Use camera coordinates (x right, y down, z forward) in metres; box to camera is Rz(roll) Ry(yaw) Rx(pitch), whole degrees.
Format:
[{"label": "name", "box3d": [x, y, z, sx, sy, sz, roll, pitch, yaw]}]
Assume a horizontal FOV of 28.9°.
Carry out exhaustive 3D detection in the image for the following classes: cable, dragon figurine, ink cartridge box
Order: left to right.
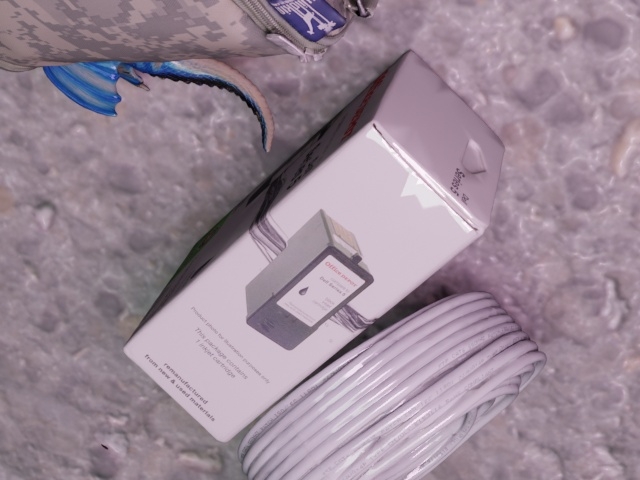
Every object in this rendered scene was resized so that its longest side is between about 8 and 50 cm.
[{"label": "dragon figurine", "box3d": [-0.162, -0.156, 0.982, 0.289, 0.085, 0.144, 45, 117, -6]}, {"label": "ink cartridge box", "box3d": [0.000, 0.000, 0.961, 0.115, 0.198, 0.273, 45, 115, -9]}, {"label": "cable", "box3d": [0.058, 0.141, 0.995, 0.257, 0.257, 0.089, -48, 69, 32]}]

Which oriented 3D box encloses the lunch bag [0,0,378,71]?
[{"label": "lunch bag", "box3d": [-0.132, -0.226, 0.768, 0.305, 0.212, 0.256, 1, 135, 33]}]
